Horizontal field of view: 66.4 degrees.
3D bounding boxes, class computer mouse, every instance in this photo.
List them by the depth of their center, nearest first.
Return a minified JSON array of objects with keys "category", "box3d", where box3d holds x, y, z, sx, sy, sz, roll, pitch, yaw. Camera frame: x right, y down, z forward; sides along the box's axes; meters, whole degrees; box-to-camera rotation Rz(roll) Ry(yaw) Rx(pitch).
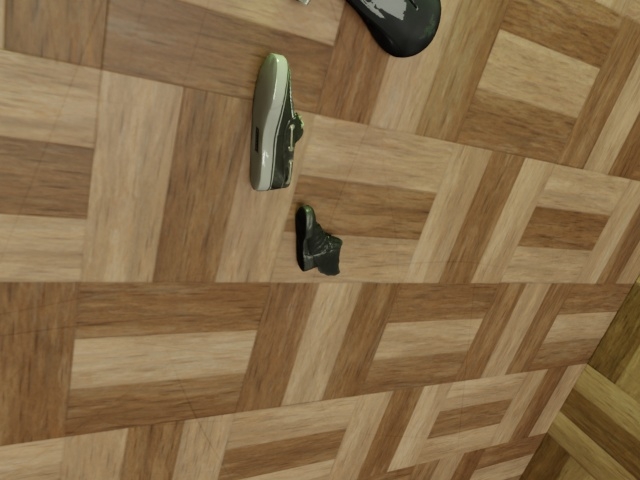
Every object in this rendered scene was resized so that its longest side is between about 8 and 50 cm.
[{"category":"computer mouse","box3d":[0.100,-0.379,0.748,0.272,0.072,0.188,27,101,-37]}]

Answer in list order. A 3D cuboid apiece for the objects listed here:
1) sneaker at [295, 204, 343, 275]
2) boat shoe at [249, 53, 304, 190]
[{"category":"sneaker","box3d":[0.001,0.001,0.930,0.089,0.051,0.170,-14,128,-22]},{"category":"boat shoe","box3d":[-0.066,-0.181,0.772,0.070,0.078,0.219,-6,128,-26]}]
